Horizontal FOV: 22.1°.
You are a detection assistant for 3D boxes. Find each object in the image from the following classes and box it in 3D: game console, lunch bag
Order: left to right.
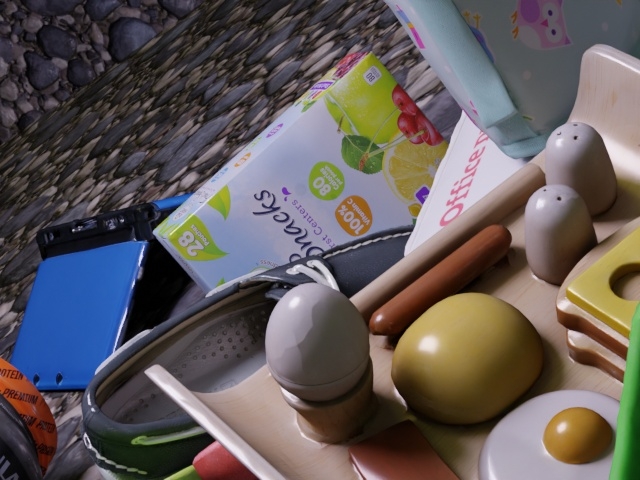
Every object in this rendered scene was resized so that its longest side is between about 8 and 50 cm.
[{"bbox_3d":[-0.196,0.049,1.767,0.250,0.173,0.293,-14,3,-31],"label":"game console"},{"bbox_3d":[0.096,-0.192,0.976,0.160,0.223,0.262,-25,22,26],"label":"lunch bag"}]

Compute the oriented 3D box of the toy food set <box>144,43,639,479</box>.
[{"bbox_3d":[0.099,0.033,0.763,0.306,0.092,0.220,-37,46,-19],"label":"toy food set"}]

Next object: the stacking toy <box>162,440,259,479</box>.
[{"bbox_3d":[-0.045,0.183,0.934,0.309,0.130,0.279,-29,-7,-7],"label":"stacking toy"}]

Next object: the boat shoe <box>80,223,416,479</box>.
[{"bbox_3d":[-0.022,0.069,1.113,0.302,0.114,0.091,-34,-28,-17],"label":"boat shoe"}]

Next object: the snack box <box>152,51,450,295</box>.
[{"bbox_3d":[0.010,-0.009,1.226,0.207,0.174,0.070,-43,13,-7],"label":"snack box"}]

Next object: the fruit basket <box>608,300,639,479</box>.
[{"bbox_3d":[0.179,0.036,0.446,0.283,0.392,0.392,-30,20,30],"label":"fruit basket"}]

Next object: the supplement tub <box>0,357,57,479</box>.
[{"bbox_3d":[-0.357,0.244,1.312,0.207,0.207,0.338,-27,22,37],"label":"supplement tub"}]

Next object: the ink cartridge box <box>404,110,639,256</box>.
[{"bbox_3d":[0.224,-0.062,0.986,0.306,0.131,0.226,-30,19,35],"label":"ink cartridge box"}]
